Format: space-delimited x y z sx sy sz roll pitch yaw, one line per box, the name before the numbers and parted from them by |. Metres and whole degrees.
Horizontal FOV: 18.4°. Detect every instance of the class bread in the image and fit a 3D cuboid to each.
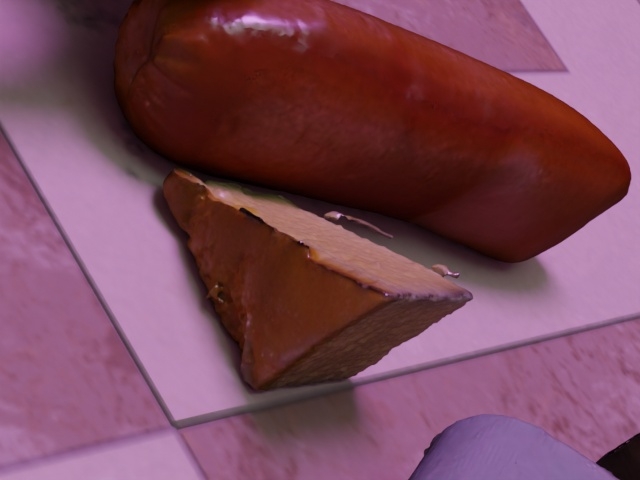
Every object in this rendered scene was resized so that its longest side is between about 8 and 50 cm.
bread | 0.000 0.000 0.818 0.084 0.080 0.109 5 53 -52

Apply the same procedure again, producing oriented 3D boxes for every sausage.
sausage | 0.032 -0.056 0.913 0.300 0.089 0.083 16 37 -42

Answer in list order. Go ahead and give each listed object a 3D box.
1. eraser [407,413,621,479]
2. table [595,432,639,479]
eraser | 0.076 0.173 0.705 0.174 0.081 0.227 35 30 5
table | 0.313 0.140 0.889 0.317 0.317 0.249 52 16 7
